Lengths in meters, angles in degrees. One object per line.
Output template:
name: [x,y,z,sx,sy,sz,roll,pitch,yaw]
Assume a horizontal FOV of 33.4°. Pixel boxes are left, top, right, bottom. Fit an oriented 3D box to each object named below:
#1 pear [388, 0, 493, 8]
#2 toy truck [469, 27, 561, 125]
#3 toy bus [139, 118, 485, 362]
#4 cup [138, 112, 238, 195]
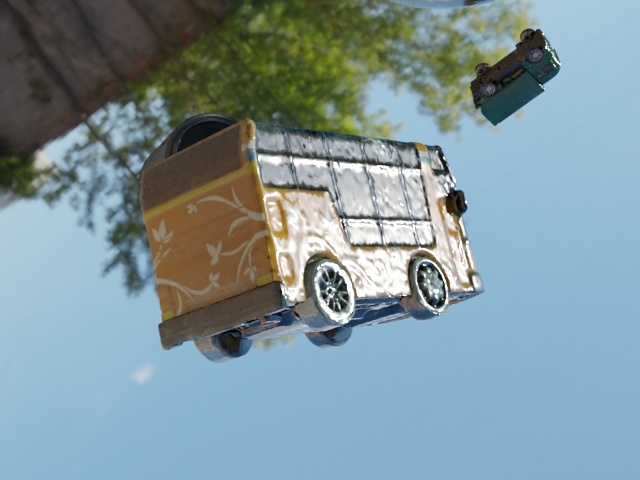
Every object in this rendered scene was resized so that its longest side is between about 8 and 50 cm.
pear: [0.180,-0.396,1.352,0.340,0.191,0.387,-18,-177,-42]
toy truck: [0.301,-0.255,1.651,0.147,0.079,0.065,-37,-146,26]
toy bus: [0.000,0.000,1.011,0.162,0.194,0.324,-22,167,37]
cup: [-0.124,-0.061,1.200,0.113,0.150,0.138,-43,-174,-21]
